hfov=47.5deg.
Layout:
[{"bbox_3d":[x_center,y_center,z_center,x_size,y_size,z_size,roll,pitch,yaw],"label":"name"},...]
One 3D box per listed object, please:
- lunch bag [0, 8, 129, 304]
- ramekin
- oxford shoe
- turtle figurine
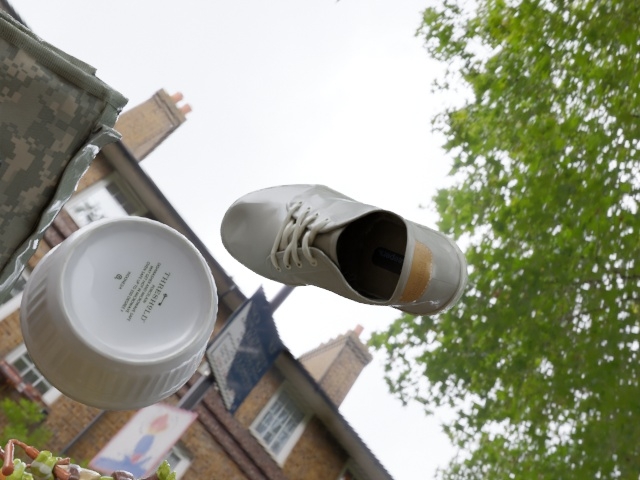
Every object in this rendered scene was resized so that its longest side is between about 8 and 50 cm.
[{"bbox_3d":[-0.320,-0.091,0.571,0.287,0.169,0.235,34,-87,12],"label":"lunch bag"},{"bbox_3d":[-0.269,0.089,1.016,0.273,0.273,0.127,44,-38,-2],"label":"ramekin"},{"bbox_3d":[0.000,0.000,1.068,0.449,0.130,0.169,16,-89,40],"label":"oxford shoe"},{"bbox_3d":[-0.284,0.290,0.851,0.217,0.087,0.269,12,-22,-17],"label":"turtle figurine"}]
